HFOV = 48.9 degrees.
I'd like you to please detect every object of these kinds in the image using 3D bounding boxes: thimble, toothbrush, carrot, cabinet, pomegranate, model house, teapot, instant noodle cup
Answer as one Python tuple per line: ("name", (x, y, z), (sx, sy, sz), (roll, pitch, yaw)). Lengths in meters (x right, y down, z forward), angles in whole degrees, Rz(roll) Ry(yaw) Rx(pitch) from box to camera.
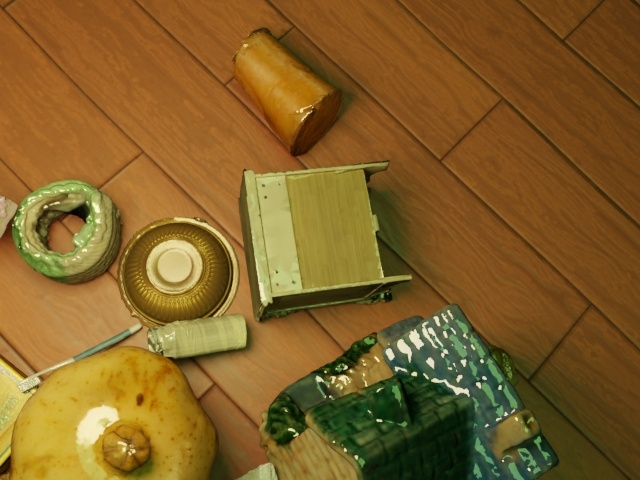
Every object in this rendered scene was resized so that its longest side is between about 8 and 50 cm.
("thimble", (-0.534, -0.020, 1.502), (0.219, 0.150, 0.219), (1, 75, -6))
("toothbrush", (-0.492, 0.241, 1.461), (0.275, 0.019, 0.025), (-26, 78, -32))
("carrot", (-0.092, -0.345, 1.634), (0.254, 0.196, 0.196), (43, 74, 12))
("cabinet", (0.000, 0.000, 1.527), (0.318, 0.227, 0.290), (-7, 75, -11))
("pomegranate", (-0.371, 0.380, 1.280), (0.410, 0.410, 0.410), (2, 75, -7))
("model house", (0.170, 0.326, 1.298), (0.445, 0.400, 0.395), (-16, 71, -31))
("teapot", (-0.268, 0.200, 1.494), (0.200, 0.107, 0.077), (-5, 99, -29))
("instant noodle cup", (-0.314, 0.063, 1.539), (0.274, 0.091, 0.274), (2, 75, -6))

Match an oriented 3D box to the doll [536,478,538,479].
("doll", (0.411, 0.566, 1.481), (0.138, 0.119, 0.293), (22, 68, -46))

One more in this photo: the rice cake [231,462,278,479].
("rice cake", (-0.137, 0.496, 1.382), (0.040, 0.226, 0.085), (-20, 75, -37))

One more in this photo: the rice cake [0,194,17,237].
("rice cake", (-0.755, -0.075, 1.478), (0.298, 0.050, 0.106), (17, 72, 31))

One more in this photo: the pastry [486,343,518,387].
("pastry", (0.361, 0.301, 1.564), (0.153, 0.081, 0.153), (3, 80, -15))

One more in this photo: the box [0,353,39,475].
("box", (-0.709, 0.316, 1.425), (0.301, 0.084, 0.193), (38, 74, 4))

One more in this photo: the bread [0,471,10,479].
("bread", (-0.587, 0.531, 1.389), (0.160, 0.073, 0.160), (2, 72, -5))
